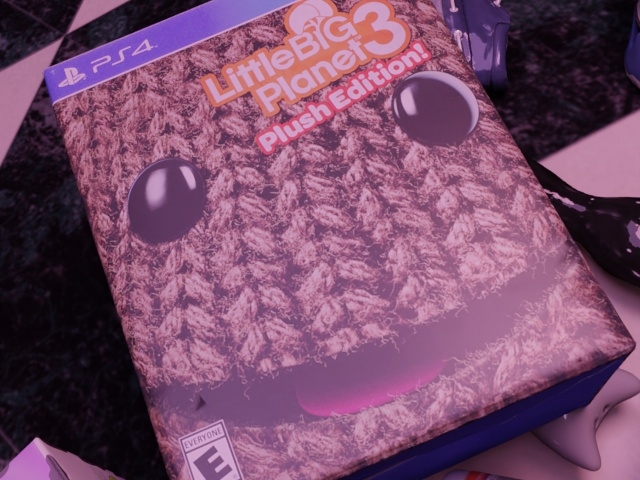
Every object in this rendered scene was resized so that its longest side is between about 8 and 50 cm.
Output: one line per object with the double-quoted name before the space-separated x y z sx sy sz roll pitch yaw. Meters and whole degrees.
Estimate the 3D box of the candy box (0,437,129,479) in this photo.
"candy box" -0.100 0.219 0.481 0.070 0.196 0.165 -44 57 -8

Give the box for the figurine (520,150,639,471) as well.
"figurine" 0.137 0.033 0.576 0.209 0.092 0.215 21 71 24

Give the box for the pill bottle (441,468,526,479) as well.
"pill bottle" 0.159 0.198 0.454 0.193 0.108 0.108 5 63 23

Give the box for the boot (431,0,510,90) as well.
"boot" 0.127 -0.211 0.737 0.086 0.069 0.190 0 69 12

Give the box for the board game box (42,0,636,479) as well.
"board game box" 0.000 0.000 0.494 0.232 0.141 0.291 -24 66 -3

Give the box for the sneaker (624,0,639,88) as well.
"sneaker" 0.327 -0.281 0.628 0.127 0.182 0.316 16 68 26
